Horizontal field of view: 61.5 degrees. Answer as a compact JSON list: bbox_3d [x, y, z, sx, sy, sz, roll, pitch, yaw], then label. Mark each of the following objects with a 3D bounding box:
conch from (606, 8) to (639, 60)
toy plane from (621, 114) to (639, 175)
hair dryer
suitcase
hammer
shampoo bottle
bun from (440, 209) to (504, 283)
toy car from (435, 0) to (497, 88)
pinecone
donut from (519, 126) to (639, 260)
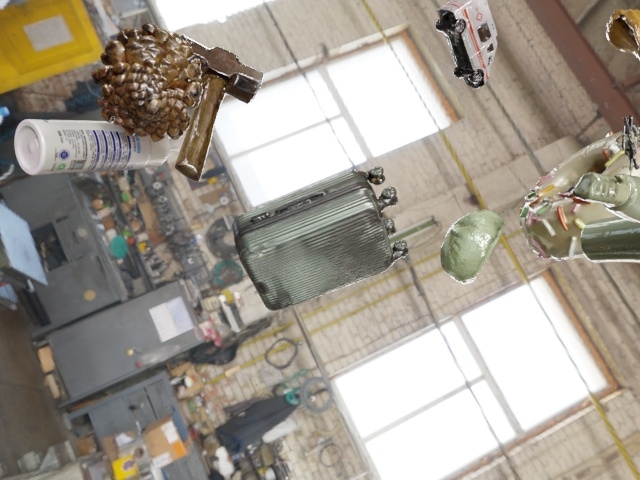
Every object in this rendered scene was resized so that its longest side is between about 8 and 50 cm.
[{"bbox_3d":[0.794,-0.504,1.336,0.330,0.093,0.109,-93,180,-45],"label":"conch"},{"bbox_3d":[0.575,-0.170,0.996,0.031,0.049,0.121,-1,-81,32],"label":"toy plane"},{"bbox_3d":[0.348,-0.018,0.564,0.296,0.298,0.119,109,-13,-81],"label":"hair dryer"},{"bbox_3d":[0.000,0.000,1.018,0.202,0.312,0.128,71,-2,-45],"label":"suitcase"},{"bbox_3d":[-0.300,-0.328,1.385,0.095,0.242,0.409,-37,-143,54],"label":"hammer"},{"bbox_3d":[-0.382,-0.173,0.979,0.092,0.303,0.092,8,-75,33],"label":"shampoo bottle"},{"bbox_3d":[0.372,0.006,1.346,0.118,0.195,0.195,33,-23,16],"label":"bun"},{"bbox_3d":[0.353,-0.463,1.246,0.210,0.108,0.089,58,-4,-31],"label":"toy car"},{"bbox_3d":[-0.292,-0.274,0.923,0.150,0.179,0.195,-10,-116,59],"label":"pinecone"},{"bbox_3d":[0.632,-0.111,1.251,0.142,0.382,0.382,48,-10,-7],"label":"donut"}]
